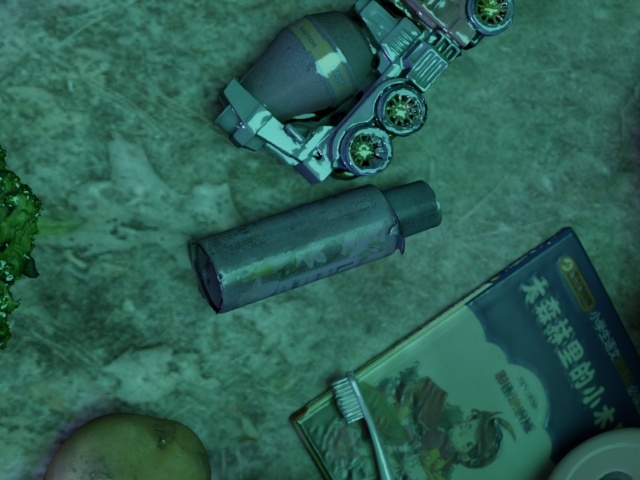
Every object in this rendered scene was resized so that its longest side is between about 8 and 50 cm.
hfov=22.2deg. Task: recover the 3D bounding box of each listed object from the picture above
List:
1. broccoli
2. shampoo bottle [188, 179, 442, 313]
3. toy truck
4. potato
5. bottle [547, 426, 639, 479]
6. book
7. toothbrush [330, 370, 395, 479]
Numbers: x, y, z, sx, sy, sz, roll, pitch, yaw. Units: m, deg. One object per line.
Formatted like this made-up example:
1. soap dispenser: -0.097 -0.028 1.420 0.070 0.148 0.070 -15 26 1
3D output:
1. broccoli: -0.297 0.006 1.227 0.195 0.156 0.195 -13 134 -14
2. shampoo bottle: 0.000 0.000 1.383 0.214 0.072 0.072 -19 103 -18
3. toy truck: 0.037 -0.154 1.362 0.140 0.108 0.256 42 83 -7
4. potato: -0.161 0.196 1.325 0.147 0.112 0.112 -18 103 -22
5. bottle: 0.311 0.295 1.497 0.147 0.147 0.236 -43 125 -12
6. book: 0.155 0.164 1.490 0.322 0.018 0.228 -34 107 -14
7. toothbrush: 0.070 0.245 1.446 0.025 0.020 0.286 -25 104 -8
